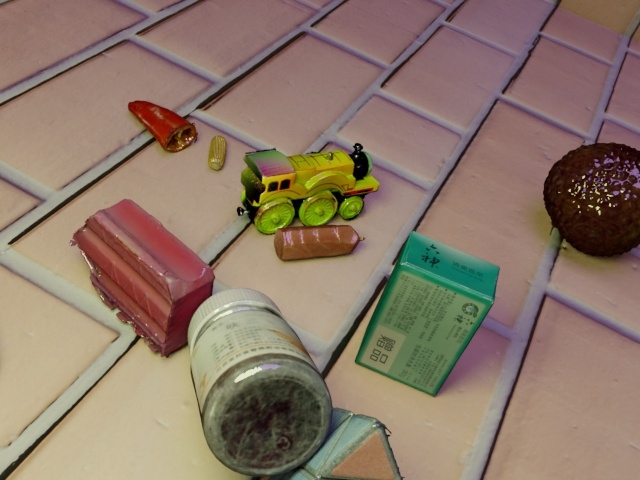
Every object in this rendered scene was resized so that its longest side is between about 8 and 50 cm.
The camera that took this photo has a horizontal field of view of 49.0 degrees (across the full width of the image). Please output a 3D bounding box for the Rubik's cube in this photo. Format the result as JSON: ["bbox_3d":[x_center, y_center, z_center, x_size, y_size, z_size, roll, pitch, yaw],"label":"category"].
[{"bbox_3d":[0.022,0.339,0.922,0.233,0.228,0.228,0,-13,33],"label":"Rubik's cube"}]

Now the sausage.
[{"bbox_3d":[0.000,0.000,1.331,0.169,0.065,0.065,-4,47,-25],"label":"sausage"}]

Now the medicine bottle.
[{"bbox_3d":[-0.095,0.180,0.964,0.165,0.165,0.273,3,18,-17],"label":"medicine bottle"}]

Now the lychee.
[{"bbox_3d":[0.621,-0.093,1.527,0.261,0.260,0.260,10,43,-10],"label":"lychee"}]

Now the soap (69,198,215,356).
[{"bbox_3d":[-0.286,0.045,1.105,0.250,0.162,0.099,38,45,21],"label":"soap"}]

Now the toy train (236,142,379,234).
[{"bbox_3d":[-0.019,-0.108,1.370,0.296,0.160,0.100,-12,44,-30],"label":"toy train"}]

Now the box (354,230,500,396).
[{"bbox_3d":[0.167,0.122,1.128,0.153,0.245,0.092,24,40,4],"label":"box"}]

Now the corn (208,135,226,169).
[{"bbox_3d":[-0.215,-0.182,1.464,0.037,0.037,0.092,10,41,-10],"label":"corn"}]

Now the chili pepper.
[{"bbox_3d":[-0.347,-0.251,1.478,0.169,0.065,0.088,35,40,25],"label":"chili pepper"}]
